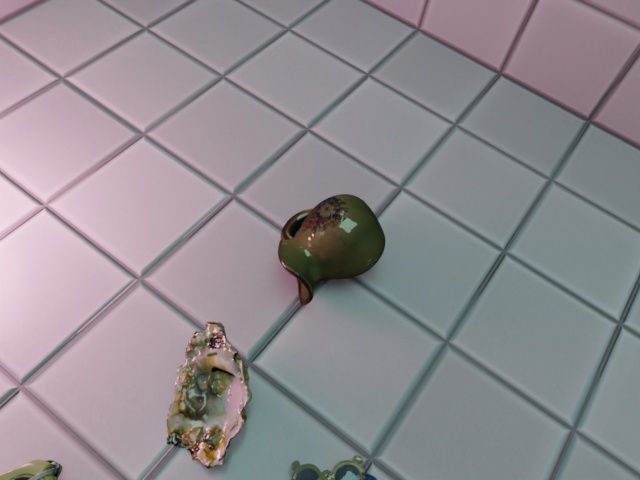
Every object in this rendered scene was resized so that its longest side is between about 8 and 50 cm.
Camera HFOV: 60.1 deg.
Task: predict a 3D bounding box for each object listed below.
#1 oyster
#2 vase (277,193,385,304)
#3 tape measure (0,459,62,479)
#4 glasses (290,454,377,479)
[{"bbox_3d":[-0.264,0.380,1.391,0.201,0.107,0.355,-1,67,15],"label":"oyster"},{"bbox_3d":[0.000,0.000,1.621,0.302,0.241,0.329,-32,38,-11],"label":"vase"},{"bbox_3d":[-0.651,0.565,1.209,0.177,0.088,0.154,-21,50,-22],"label":"tape measure"},{"bbox_3d":[0.040,0.573,1.247,0.189,0.220,0.088,1,91,-15],"label":"glasses"}]
